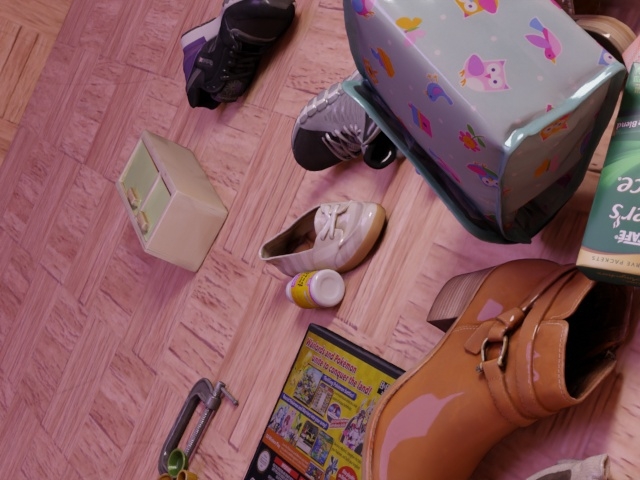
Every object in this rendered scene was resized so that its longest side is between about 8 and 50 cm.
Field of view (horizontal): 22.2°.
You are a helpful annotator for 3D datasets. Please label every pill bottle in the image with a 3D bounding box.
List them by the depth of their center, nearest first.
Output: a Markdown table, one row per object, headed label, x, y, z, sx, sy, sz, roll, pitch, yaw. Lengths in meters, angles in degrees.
| label | x | y | z | sx | sy | sz | roll | pitch | yaw |
| --- | --- | --- | --- | --- | --- | --- | --- | --- | --- |
| pill bottle | -0.009 | 0.057 | 1.885 | 0.083 | 0.043 | 0.043 | -10 | 60 | 62 |

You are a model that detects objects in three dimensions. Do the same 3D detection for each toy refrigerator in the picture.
| label | x | y | z | sx | sy | sz | roll | pitch | yaw |
| --- | --- | --- | --- | --- | --- | --- | --- | --- | --- |
| toy refrigerator | -0.224 | -0.063 | 2.377 | 0.102 | 0.094 | 0.269 | -60 | 25 | 13 |

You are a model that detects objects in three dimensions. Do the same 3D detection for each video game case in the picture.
| label | x | y | z | sx | sy | sz | roll | pitch | yaw |
| --- | --- | --- | --- | --- | --- | --- | --- | --- | --- |
| video game case | 0.002 | 0.231 | 1.723 | 0.248 | 0.035 | 0.275 | -67 | 23 | 0 |

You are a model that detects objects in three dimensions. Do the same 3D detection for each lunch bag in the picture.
| label | x | y | z | sx | sy | sz | roll | pitch | yaw |
| --- | --- | --- | --- | --- | --- | --- | --- | --- | --- |
| lunch bag | 0.136 | -0.127 | 1.457 | 0.160 | 0.223 | 0.262 | -36 | -19 | -13 |

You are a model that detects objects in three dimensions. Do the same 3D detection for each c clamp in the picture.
| label | x | y | z | sx | sy | sz | roll | pitch | yaw |
| --- | --- | --- | --- | --- | --- | --- | --- | --- | --- |
| c clamp | -0.164 | 0.240 | 2.071 | 0.161 | 0.022 | 0.137 | -61 | 25 | 11 |

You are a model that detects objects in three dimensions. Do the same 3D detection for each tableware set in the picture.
| label | x | y | z | sx | sy | sz | roll | pitch | yaw |
| --- | --- | --- | --- | --- | --- | --- | --- | --- | --- |
| tableware set | -0.196 | 0.338 | 2.020 | 0.154 | 0.024 | 0.104 | -59 | 39 | 20 |

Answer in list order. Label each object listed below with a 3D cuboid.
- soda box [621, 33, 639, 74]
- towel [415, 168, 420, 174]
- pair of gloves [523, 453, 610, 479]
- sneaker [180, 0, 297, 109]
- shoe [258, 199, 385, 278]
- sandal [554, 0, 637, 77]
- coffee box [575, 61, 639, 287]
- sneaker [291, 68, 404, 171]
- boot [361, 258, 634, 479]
| label | x | y | z | sx | sy | sz | roll | pitch | yaw |
| --- | --- | --- | --- | --- | --- | --- | --- | --- | --- |
| soda box | 0.336 | -0.192 | 1.375 | 0.183 | 0.058 | 0.063 | -52 | 28 | 32 |
| towel | 0.111 | -0.215 | 1.624 | 0.040 | 0.336 | 0.243 | -27 | 13 | -22 |
| pair of gloves | 0.168 | 0.289 | 1.312 | 0.204 | 0.042 | 0.240 | -40 | 28 | 55 |
| sneaker | -0.113 | -0.265 | 2.354 | 0.283 | 0.107 | 0.124 | -26 | 61 | 61 |
| shoe | 0.000 | 0.000 | 1.899 | 0.219 | 0.058 | 0.077 | -26 | 46 | 56 |
| sandal | 0.250 | -0.212 | 1.583 | 0.079 | 0.088 | 0.240 | -38 | 28 | -13 |
| coffee box | 0.284 | -0.050 | 1.318 | 0.113 | 0.040 | 0.184 | 12 | 77 | 32 |
| sneaker | 0.040 | -0.121 | 1.897 | 0.228 | 0.086 | 0.132 | -44 | 35 | 40 |
| boot | 0.157 | 0.145 | 1.409 | 0.220 | 0.109 | 0.283 | -7 | 52 | 58 |
